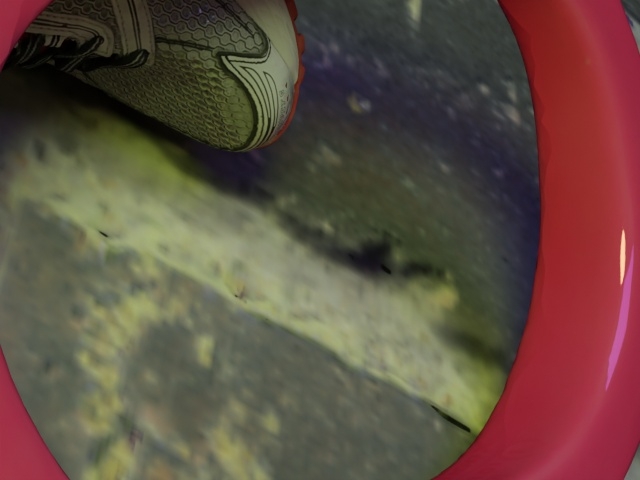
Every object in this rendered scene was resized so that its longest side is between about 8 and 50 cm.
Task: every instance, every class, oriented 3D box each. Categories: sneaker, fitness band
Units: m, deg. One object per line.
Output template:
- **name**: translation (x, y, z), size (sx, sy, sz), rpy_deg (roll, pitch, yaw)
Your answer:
- **sneaker**: translation (-0.103, -0.070, 0.495), size (0.225, 0.088, 0.093), rpy_deg (24, 64, -32)
- **fitness band**: translation (0.000, 0.000, 0.482), size (0.291, 0.054, 0.209), rpy_deg (-14, 96, -50)
